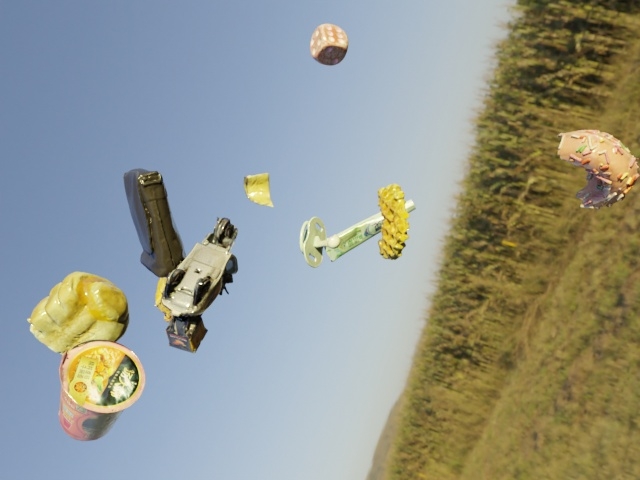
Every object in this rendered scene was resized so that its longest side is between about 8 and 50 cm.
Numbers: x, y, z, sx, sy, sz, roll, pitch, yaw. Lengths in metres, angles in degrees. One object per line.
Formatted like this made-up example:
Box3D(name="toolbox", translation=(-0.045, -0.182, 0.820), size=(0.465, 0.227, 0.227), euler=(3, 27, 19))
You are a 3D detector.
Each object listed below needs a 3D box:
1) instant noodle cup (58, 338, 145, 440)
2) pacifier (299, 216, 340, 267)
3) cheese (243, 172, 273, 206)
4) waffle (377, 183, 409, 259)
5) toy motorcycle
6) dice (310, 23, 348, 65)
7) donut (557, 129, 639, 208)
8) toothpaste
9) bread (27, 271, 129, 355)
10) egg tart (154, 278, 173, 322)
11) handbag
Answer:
Box3D(name="instant noodle cup", translation=(-0.654, 0.452, 1.888), size=(0.255, 0.243, 0.244), euler=(-57, -2, 38))
Box3D(name="pacifier", translation=(0.000, 0.000, 1.859), size=(0.127, 0.116, 0.151), euler=(49, -132, -44))
Box3D(name="cheese", translation=(-0.143, -0.110, 1.519), size=(0.041, 0.060, 0.084), euler=(133, 123, -66))
Box3D(name="waffle", translation=(0.179, -0.046, 1.676), size=(0.149, 0.051, 0.194), euler=(159, 106, -70))
Box3D(name="toy motorcycle", translation=(-0.230, 0.076, 1.306), size=(0.157, 0.090, 0.263), euler=(90, -161, -47))
Box3D(name="dice", translation=(0.026, -0.600, 2.000), size=(0.091, 0.094, 0.093), euler=(128, 138, -51))
Box3D(name="donut", translation=(0.484, -0.121, 1.118), size=(0.166, 0.117, 0.065), euler=(44, -116, -26))
Box3D(name="toothpaste", translation=(0.146, -0.037, 1.937), size=(0.075, 0.296, 0.048), euler=(61, -179, -11))
Box3D(name="bread", translation=(-0.843, 0.255, 2.347), size=(0.341, 0.300, 0.210), euler=(-44, 23, 22))
Box3D(name="egg tart", translation=(-0.447, 0.151, 1.958), size=(0.191, 0.074, 0.191), euler=(-43, 38, 47))
Box3D(name="handbag", translation=(-0.352, -0.045, 1.390), size=(0.247, 0.080, 0.223), euler=(14, 115, 65))
